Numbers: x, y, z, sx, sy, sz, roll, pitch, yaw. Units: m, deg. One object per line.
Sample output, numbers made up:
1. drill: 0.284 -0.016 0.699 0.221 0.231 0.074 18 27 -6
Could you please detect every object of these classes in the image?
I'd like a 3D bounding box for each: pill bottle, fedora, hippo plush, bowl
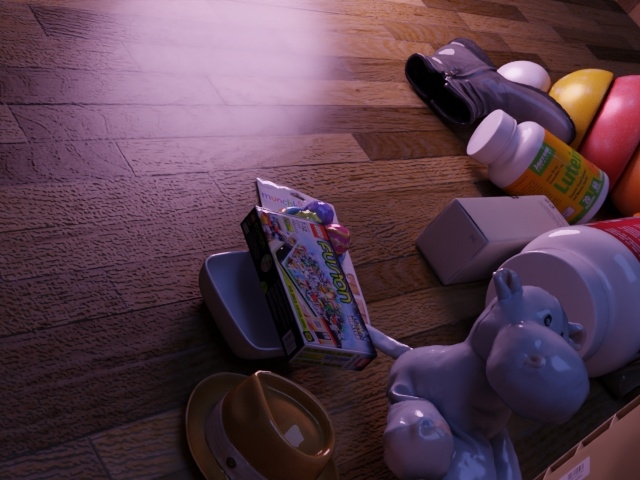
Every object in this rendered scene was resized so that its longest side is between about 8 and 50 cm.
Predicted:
1. pill bottle: 0.431 0.085 1.524 0.407 0.229 0.229 -6 56 -50
2. fedora: -0.046 0.199 1.028 0.194 0.079 0.194 27 31 -18
3. hippo plush: 0.210 0.176 1.144 0.234 0.236 0.294 44 18 -25
4. pill bottle: 0.397 -0.133 1.826 0.245 0.136 0.136 33 34 -14
5. bowl: -0.074 0.082 1.168 0.142 0.053 0.142 -4 54 -47

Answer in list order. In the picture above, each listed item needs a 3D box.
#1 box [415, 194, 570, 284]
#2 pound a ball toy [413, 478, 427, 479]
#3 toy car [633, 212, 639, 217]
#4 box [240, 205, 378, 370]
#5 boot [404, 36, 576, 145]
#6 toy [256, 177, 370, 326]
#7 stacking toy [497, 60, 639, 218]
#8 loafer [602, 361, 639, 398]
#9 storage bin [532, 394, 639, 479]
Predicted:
1. box: 0.285 -0.004 1.587 0.275 0.113 0.094 -3 53 -49
2. pound a ball toy: 0.056 0.343 0.926 0.319 0.136 0.208 1 50 -45
3. toy car: 0.631 0.028 1.857 0.182 0.136 0.159 56 16 21
4. box: -0.016 0.056 1.176 0.114 0.036 0.207 12 42 -39
5. boot: 0.327 -0.259 1.944 0.338 0.118 0.222 36 35 12
6. toy: 0.000 0.000 1.336 0.137 0.056 0.237 20 39 -32
7. stacking toy: 0.582 -0.248 2.058 0.480 0.351 0.350 28 32 7
8. loafer: 0.529 0.217 1.587 0.056 0.148 0.050 67 7 -71
9. storage bin: 0.321 0.334 1.095 0.123 0.262 0.260 36 33 -5
